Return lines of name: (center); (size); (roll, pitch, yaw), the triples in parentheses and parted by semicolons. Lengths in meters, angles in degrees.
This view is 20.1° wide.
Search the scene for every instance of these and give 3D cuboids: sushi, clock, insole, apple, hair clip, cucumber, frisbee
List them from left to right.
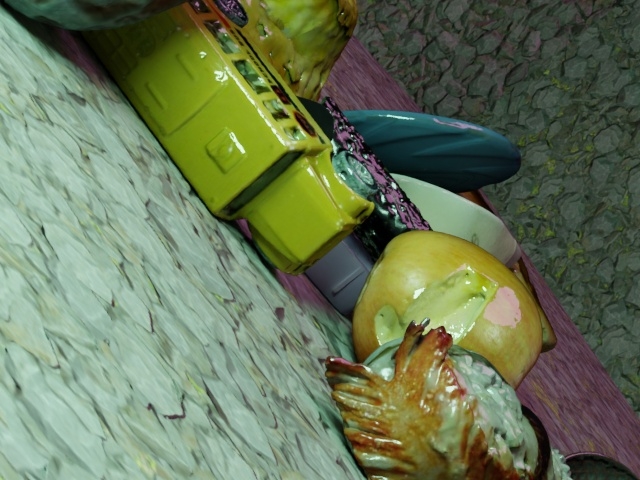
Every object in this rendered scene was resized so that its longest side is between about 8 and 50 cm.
insole: (-0.058, -0.131, 1.801); (0.188, 0.064, 0.004); (19, 22, 36)
clock: (0.000, 0.000, 1.805); (0.153, 0.050, 0.110); (50, 9, -13)
frisbee: (0.078, -0.081, 1.996); (0.289, 0.289, 0.049); (33, 59, -64)
cucumber: (0.074, -0.009, 1.814); (0.300, 0.072, 0.072); (52, 9, 5)
hair clip: (0.112, 0.020, 1.967); (0.282, 0.172, 0.113); (35, -10, -27)
apple: (0.112, 0.083, 1.687); (0.199, 0.199, 0.199); (50, 9, -11)
sushi: (0.129, 0.185, 1.496); (0.332, 0.124, 0.130); (45, 22, -44)

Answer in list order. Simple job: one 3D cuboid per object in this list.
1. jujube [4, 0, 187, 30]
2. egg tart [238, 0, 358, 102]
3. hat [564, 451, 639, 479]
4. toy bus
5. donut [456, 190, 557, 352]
jujube: (-0.144, -0.307, 1.463); (0.246, 0.308, 0.215); (54, 3, -32)
egg tart: (-0.079, -0.324, 2.059); (0.443, 0.178, 0.443); (-25, 90, -83)
hat: (0.264, 0.315, 1.821); (0.193, 0.082, 0.193); (16, 60, -30)
toy bus: (-0.095, -0.127, 1.622); (0.335, 0.121, 0.123); (53, 18, 11)
donut: (0.168, 0.028, 2.270); (0.330, 0.160, 0.330); (62, 4, -8)
